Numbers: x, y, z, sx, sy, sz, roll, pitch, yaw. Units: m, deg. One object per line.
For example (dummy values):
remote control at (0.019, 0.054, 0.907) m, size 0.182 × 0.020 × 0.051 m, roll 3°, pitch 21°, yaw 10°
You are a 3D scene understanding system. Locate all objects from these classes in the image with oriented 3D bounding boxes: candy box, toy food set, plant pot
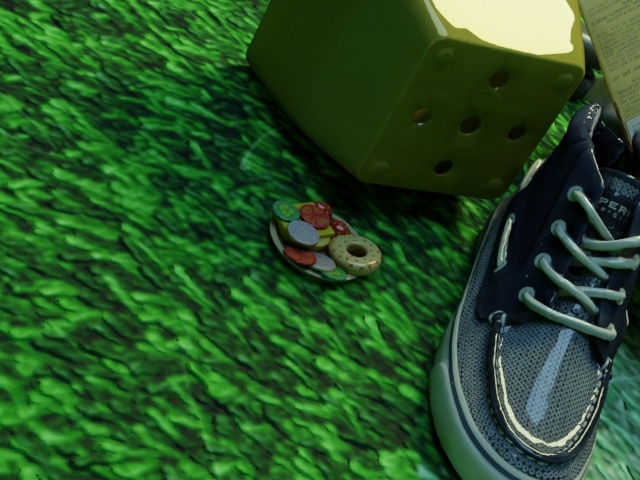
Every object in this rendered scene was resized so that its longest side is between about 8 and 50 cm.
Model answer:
candy box at (0.329, -0.067, 1.054) m, size 0.183 × 0.087 × 0.317 m, roll 38°, pitch 33°, yaw -47°
toy food set at (0.000, 0.000, 0.911) m, size 0.082 × 0.020 × 0.083 m, roll -9°, pitch 52°, yaw -40°
plant pot at (0.091, -0.153, 0.986) m, size 0.212 × 0.212 × 0.187 m, roll 7°, pitch 42°, yaw -28°

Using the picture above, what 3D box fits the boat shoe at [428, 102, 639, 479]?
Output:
boat shoe at (0.174, 0.031, 0.877) m, size 0.127 × 0.158 × 0.341 m, roll 24°, pitch 37°, yaw -7°

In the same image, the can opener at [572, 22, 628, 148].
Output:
can opener at (0.265, -0.174, 1.246) m, size 0.283 × 0.076 × 0.095 m, roll 27°, pitch 36°, yaw -3°
